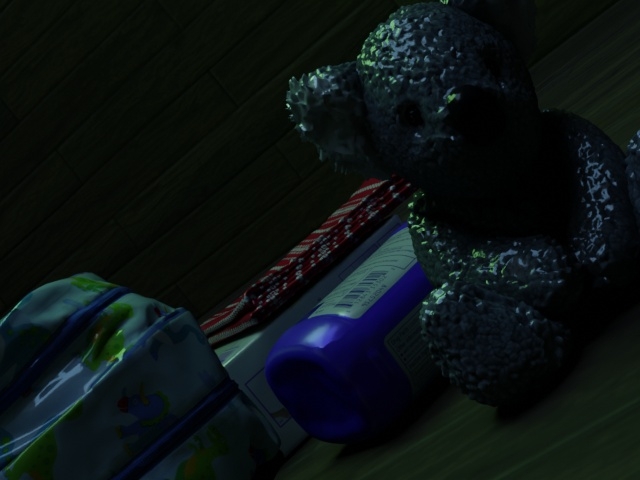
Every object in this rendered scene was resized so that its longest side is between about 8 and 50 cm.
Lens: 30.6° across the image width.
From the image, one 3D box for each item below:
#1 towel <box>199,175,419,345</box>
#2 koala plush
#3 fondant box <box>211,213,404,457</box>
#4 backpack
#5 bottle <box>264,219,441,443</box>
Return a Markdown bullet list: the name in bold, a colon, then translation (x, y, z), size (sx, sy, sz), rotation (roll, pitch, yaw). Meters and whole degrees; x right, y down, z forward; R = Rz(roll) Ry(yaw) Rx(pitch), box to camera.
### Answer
- **towel**: translation (0.000, 0.000, 1.082), size (0.275, 0.031, 0.199), rotation (-40, 4, -25)
- **koala plush**: translation (0.098, -0.049, 0.708), size (0.196, 0.221, 0.203), rotation (-39, 4, 4)
- **fondant box**: translation (-0.059, 0.129, 1.051), size (0.330, 0.096, 0.238), rotation (-42, 5, -23)
- **backpack**: translation (-0.195, 0.189, 0.749), size (0.356, 0.273, 0.290), rotation (-26, -4, 16)
- **bottle**: translation (0.085, 0.030, 0.863), size (0.283, 0.092, 0.118), rotation (-41, 8, -33)
